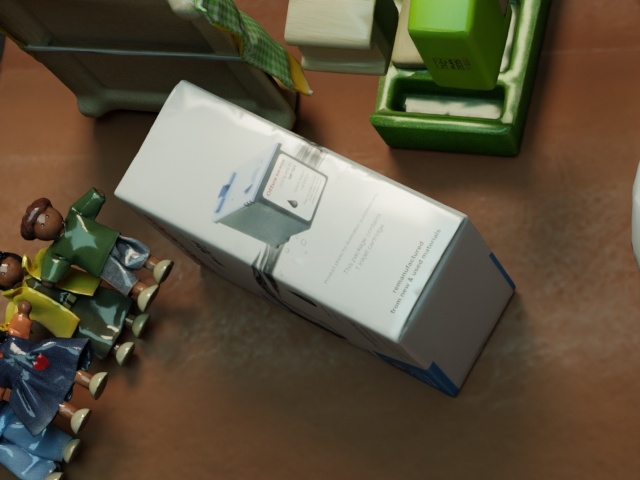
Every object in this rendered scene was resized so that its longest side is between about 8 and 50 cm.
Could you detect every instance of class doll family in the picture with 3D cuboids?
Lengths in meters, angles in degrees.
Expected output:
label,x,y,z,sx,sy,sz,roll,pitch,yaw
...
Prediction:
label,x,y,z,sx,sy,sz,roll,pitch,yaw
doll family,-0.174,0.061,1.053,0.111,0.076,0.193,27,75,4

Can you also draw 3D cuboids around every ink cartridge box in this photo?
label,x,y,z,sx,sy,sz,roll,pitch,yaw
ink cartridge box,0.000,0.000,0.988,0.190,0.139,0.082,25,82,24

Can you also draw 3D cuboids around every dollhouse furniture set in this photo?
label,x,y,z,sx,sy,sz,roll,pitch,yaw
dollhouse furniture set,-0.029,-0.162,1.023,0.301,0.197,0.151,6,74,18

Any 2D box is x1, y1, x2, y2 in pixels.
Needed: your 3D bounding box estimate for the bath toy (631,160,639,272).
label,x,y,z,sx,sy,sz,roll,pitch,yaw
bath toy,0.291,0.066,0.892,0.348,0.151,0.129,41,121,25
